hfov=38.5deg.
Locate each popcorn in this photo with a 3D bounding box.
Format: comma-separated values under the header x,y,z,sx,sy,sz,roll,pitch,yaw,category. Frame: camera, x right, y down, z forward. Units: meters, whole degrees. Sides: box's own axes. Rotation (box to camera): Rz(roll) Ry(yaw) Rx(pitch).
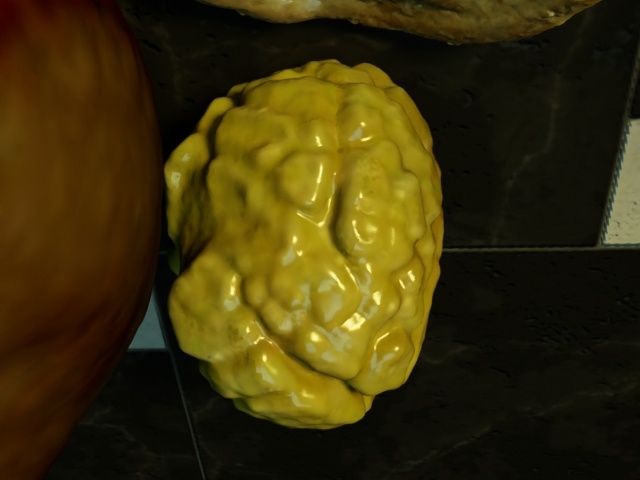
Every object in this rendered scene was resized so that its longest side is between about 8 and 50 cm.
x,y,z,sx,sy,sz,roll,pitch,yaw,category
0.000,0.000,0.595,0.200,0.226,0.203,-32,167,17,popcorn

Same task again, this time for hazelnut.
x,y,z,sx,sy,sz,roll,pitch,yaw,category
-0.269,-0.022,0.480,0.402,0.402,0.429,6,136,-2,hazelnut

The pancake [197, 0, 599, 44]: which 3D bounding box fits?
x,y,z,sx,sy,sz,roll,pitch,yaw,category
0.018,-0.160,0.446,0.282,0.049,0.282,9,173,1,pancake
